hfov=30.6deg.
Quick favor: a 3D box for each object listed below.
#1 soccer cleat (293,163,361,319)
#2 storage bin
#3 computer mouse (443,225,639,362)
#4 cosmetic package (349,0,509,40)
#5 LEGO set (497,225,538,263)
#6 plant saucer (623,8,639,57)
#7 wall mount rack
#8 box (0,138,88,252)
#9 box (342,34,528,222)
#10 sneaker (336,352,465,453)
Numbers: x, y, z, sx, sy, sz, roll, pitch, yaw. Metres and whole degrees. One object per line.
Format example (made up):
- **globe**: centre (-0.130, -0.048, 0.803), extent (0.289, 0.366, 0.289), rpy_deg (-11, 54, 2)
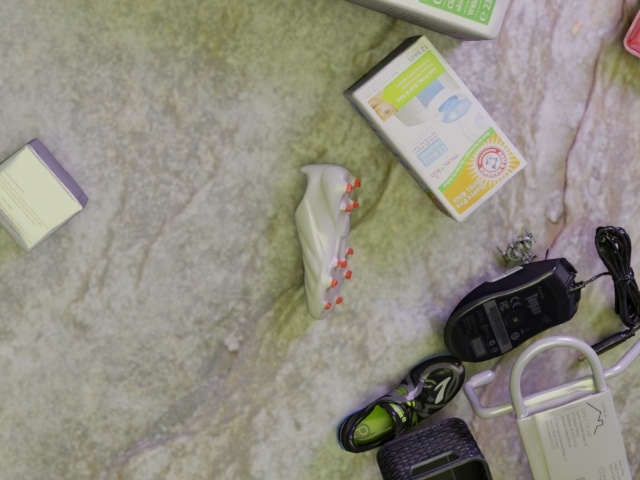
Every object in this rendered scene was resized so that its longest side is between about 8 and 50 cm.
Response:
- **soccer cleat**: centre (0.000, 0.000, 1.444), extent (0.076, 0.068, 0.196), rpy_deg (13, 104, 21)
- **storage bin**: centre (0.154, 0.325, 1.459), extent (0.122, 0.084, 0.180), rpy_deg (-21, 120, -3)
- **computer mouse**: centre (0.286, 0.093, 1.488), extent (0.262, 0.060, 0.184), rpy_deg (-30, 122, 2)
- **cosmetic package**: centre (0.047, -0.375, 1.348), extent (0.366, 0.155, 0.196), rpy_deg (16, 97, -9)
- **LEGO set**: centre (0.254, 0.024, 1.488), extent (0.054, 0.023, 0.083), rpy_deg (-6, 98, -5)
- **plant saucer**: centre (0.537, -0.296, 1.463), extent (0.259, 0.048, 0.258), rpy_deg (27, 94, -10)
- **wall mount rack**: centre (0.352, 0.232, 1.462), extent (0.304, 0.130, 0.350), rpy_deg (-19, 112, 0)
- **box**: centre (-0.339, -0.055, 1.376), extent (0.087, 0.101, 0.102), rpy_deg (-40, 101, 0)
- **box**: centre (0.138, -0.135, 1.414), extent (0.114, 0.103, 0.203), rpy_deg (-40, 100, 1)
- **sneaker**: centre (0.106, 0.212, 1.471), extent (0.188, 0.078, 0.067), rpy_deg (-34, 96, -2)
